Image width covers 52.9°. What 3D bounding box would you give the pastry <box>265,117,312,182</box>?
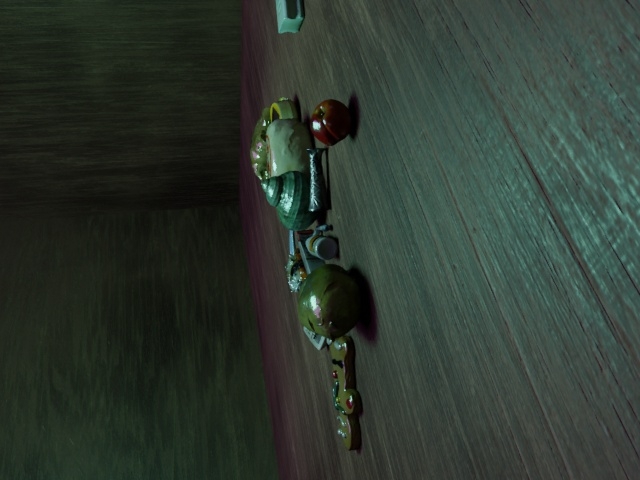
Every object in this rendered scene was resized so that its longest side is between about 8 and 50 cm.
[{"bbox_3d":[-0.097,-0.239,1.954,0.265,0.133,0.264,175,90,-83],"label":"pastry"}]

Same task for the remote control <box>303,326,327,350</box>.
[{"bbox_3d":[0.001,0.237,1.838,0.090,0.049,0.230,49,155,17],"label":"remote control"}]

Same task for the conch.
[{"bbox_3d":[-0.081,-0.110,1.816,0.188,0.122,0.176,61,156,-14],"label":"conch"}]

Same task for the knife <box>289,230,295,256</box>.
[{"bbox_3d":[-0.106,-0.048,2.355,0.044,0.019,0.312,175,90,-71],"label":"knife"}]

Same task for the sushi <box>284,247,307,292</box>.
[{"bbox_3d":[-0.054,0.102,1.959,0.226,0.103,0.097,-109,1,-56],"label":"sushi"}]

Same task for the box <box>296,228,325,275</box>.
[{"bbox_3d":[-0.028,0.043,1.912,0.218,0.055,0.039,-111,22,-53],"label":"box"}]

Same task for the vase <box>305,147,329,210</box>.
[{"bbox_3d":[-0.009,-0.164,1.720,0.059,0.059,0.166,-148,54,-76],"label":"vase"}]

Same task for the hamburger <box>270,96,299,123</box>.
[{"bbox_3d":[-0.112,-0.398,2.082,0.141,0.082,0.126,-135,38,-54],"label":"hamburger"}]

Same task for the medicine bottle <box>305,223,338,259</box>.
[{"bbox_3d":[0.000,0.000,1.766,0.221,0.061,0.092,-164,94,-78],"label":"medicine bottle"}]

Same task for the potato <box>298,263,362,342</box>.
[{"bbox_3d":[0.022,0.139,1.503,0.169,0.143,0.248,-56,8,-1],"label":"potato"}]

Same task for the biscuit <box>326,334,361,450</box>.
[{"bbox_3d":[0.059,0.386,1.647,0.197,0.049,0.301,155,109,-80],"label":"biscuit"}]

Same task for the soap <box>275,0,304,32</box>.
[{"bbox_3d":[-0.095,-0.730,1.899,0.119,0.067,0.197,161,104,-76],"label":"soap"}]

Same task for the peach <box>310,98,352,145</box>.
[{"bbox_3d":[0.027,-0.263,1.434,0.101,0.101,0.100,175,90,-79],"label":"peach"}]

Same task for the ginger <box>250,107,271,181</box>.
[{"bbox_3d":[-0.195,-0.323,2.291,0.219,0.123,0.270,118,169,-73],"label":"ginger"}]
